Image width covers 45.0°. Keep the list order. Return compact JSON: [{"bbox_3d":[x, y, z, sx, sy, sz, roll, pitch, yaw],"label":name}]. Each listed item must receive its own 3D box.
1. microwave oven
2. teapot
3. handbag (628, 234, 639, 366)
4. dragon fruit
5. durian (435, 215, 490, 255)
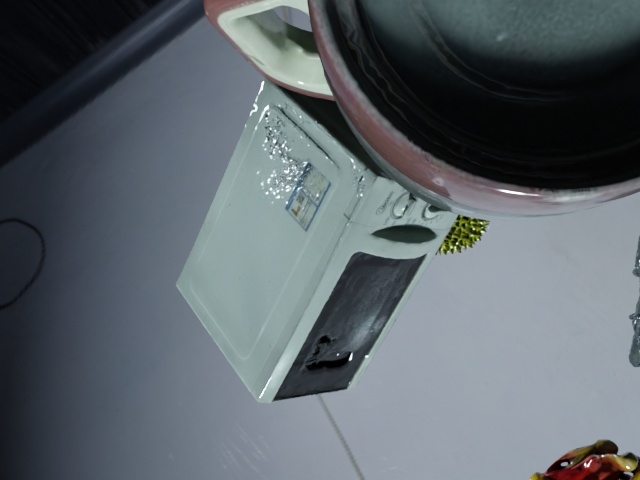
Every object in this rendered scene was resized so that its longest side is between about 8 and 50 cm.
[{"bbox_3d":[0.000,0.000,0.889,0.237,0.181,0.295,47,122,37],"label":"microwave oven"},{"bbox_3d":[0.078,-0.128,0.503,0.314,0.312,0.233,13,86,5],"label":"teapot"},{"bbox_3d":[0.573,0.067,1.288,0.088,0.175,0.271,16,116,47],"label":"handbag"},{"bbox_3d":[0.546,0.560,1.610,0.307,0.227,0.243,-23,104,14],"label":"dragon fruit"},{"bbox_3d":[0.232,-0.047,1.471,0.220,0.095,0.137,-2,70,-8],"label":"durian"}]
